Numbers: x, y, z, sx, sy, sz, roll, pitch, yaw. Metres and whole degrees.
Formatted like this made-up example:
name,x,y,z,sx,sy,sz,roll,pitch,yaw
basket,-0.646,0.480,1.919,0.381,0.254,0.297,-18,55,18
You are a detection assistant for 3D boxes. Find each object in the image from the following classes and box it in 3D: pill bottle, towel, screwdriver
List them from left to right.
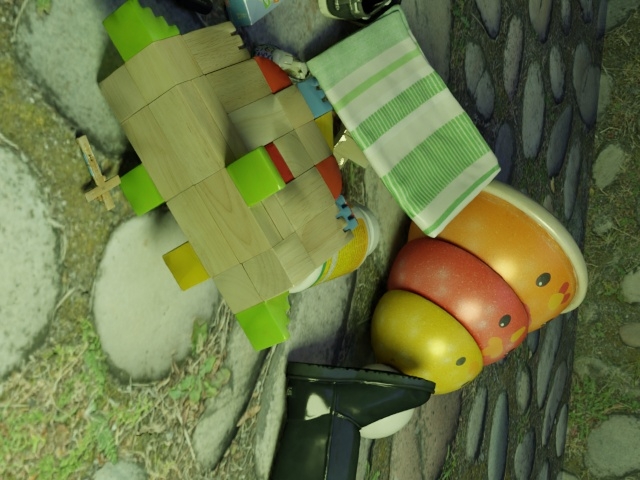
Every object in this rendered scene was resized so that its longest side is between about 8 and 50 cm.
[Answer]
name,x,y,z,sx,sy,sz,roll,pitch,yaw
screwdriver,-0.184,-0.288,0.986,0.170,0.024,0.025,3,119,-54
pill bottle,0.000,0.000,1.235,0.208,0.117,0.117,-17,108,-58
towel,0.142,-0.189,1.352,0.248,0.038,0.325,-42,102,-40

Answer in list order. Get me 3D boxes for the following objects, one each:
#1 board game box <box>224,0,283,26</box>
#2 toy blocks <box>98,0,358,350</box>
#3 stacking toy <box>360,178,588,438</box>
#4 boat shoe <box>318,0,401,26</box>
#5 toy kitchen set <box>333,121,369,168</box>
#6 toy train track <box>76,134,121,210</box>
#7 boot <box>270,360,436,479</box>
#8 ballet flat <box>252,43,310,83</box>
name,x,y,z,sx,sy,sz,roll,pitch,yaw
board game box,-0.091,-0.404,1.108,0.160,0.039,0.211,-51,136,-45
toy blocks,-0.072,-0.105,1.008,0.381,0.191,0.261,60,36,-6
stacking toy,0.206,0.151,1.503,0.480,0.350,0.350,-50,137,-21
boat shoe,0.083,-0.385,1.375,0.233,0.079,0.084,-25,113,-58
toy kitchen set,0.045,-0.158,1.359,0.068,0.075,0.083,28,107,-30
toy train track,-0.240,-0.071,0.917,0.048,0.014,0.083,-39,121,-43
boot,0.049,0.294,1.298,0.246,0.094,0.207,9,84,-21
ballet flat,-0.049,-0.246,1.199,0.114,0.041,0.041,12,83,-59
